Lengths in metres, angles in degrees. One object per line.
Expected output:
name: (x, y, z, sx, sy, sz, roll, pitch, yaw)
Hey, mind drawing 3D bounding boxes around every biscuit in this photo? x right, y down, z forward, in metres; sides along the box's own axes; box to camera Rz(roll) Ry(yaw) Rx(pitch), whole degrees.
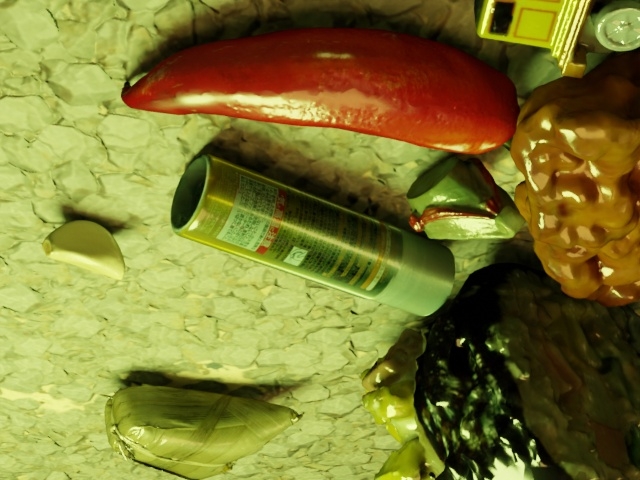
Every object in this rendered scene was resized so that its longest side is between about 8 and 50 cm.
biscuit: (0.325, -0.067, 0.829, 0.312, 0.110, 0.318, -22, 143, 7)

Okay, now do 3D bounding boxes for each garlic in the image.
garlic: (-0.232, 0.007, 0.946, 0.083, 0.053, 0.041, 17, 136, -33)

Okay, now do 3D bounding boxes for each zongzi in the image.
zongzi: (-0.146, 0.222, 1.192, 0.197, 0.099, 0.194, -26, 143, 29)

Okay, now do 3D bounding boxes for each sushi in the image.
sushi: (0.212, 0.216, 1.041, 0.328, 0.329, 0.285, 15, 138, -40)

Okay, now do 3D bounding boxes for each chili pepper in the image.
chili pepper: (0.028, -0.124, 0.789, 0.368, 0.092, 0.137, 10, 169, -12)

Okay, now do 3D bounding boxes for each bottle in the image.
bottle: (0.000, 0.000, 0.934, 0.286, 0.082, 0.082, 20, 137, -27)

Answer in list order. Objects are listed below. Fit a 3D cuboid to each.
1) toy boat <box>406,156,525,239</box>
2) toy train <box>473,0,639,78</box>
toy boat: (0.125, -0.033, 0.885, 0.089, 0.185, 0.071, -45, 99, -8)
toy train: (0.181, -0.208, 0.678, 0.127, 0.089, 0.219, 8, 143, 2)
